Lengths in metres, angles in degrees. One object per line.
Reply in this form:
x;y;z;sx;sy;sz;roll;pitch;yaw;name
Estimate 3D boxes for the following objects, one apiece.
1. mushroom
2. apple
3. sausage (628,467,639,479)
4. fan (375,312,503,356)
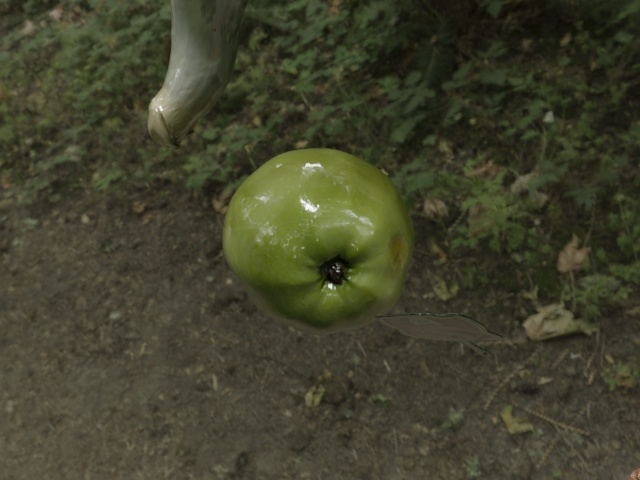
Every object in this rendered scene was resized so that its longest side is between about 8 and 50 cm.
-0.221;-0.348;1.408;0.126;0.397;0.177;29;35;21;mushroom
0.000;0.000;1.430;0.357;0.357;0.357;-18;38;14;apple
0.424;0.292;0.913;0.147;0.030;0.035;14;36;-10;sausage
0.161;0.116;0.962;0.132;0.220;0.009;-3;70;35;fan
